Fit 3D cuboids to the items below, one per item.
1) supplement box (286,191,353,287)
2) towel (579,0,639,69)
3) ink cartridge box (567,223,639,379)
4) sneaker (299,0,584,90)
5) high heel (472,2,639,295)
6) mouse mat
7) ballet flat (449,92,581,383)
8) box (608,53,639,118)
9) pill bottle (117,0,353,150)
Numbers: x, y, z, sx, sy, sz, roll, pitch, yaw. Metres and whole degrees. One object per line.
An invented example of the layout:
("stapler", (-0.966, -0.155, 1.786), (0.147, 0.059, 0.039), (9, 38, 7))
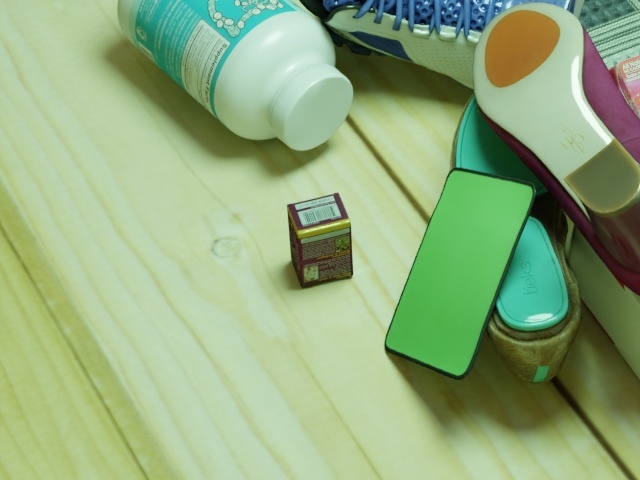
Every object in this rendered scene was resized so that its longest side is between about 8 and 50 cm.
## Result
("supplement box", (0.000, 0.000, 1.752), (0.055, 0.083, 0.043), (-14, 49, -10))
("towel", (0.340, -0.280, 1.977), (0.324, 0.056, 0.312), (-21, 58, -21))
("ink cartridge box", (0.380, 0.026, 1.707), (0.237, 0.100, 0.172), (-21, 53, -16))
("sneaker", (0.096, -0.240, 1.861), (0.316, 0.182, 0.127), (13, 88, 30))
("high heel", (0.253, -0.077, 1.685), (0.127, 0.181, 0.377), (-33, 38, 14))
("mouse mat", (0.126, 0.027, 1.657), (0.153, 0.007, 0.189), (18, 86, 61))
("ballet flat", (0.189, -0.004, 1.724), (0.116, 0.124, 0.342), (-7, 48, 1))
("box", (0.384, -0.139, 1.791), (0.257, 0.128, 0.122), (-21, 84, -24))
("pill bottle", (-0.084, -0.203, 1.893), (0.146, 0.146, 0.264), (-33, 56, -24))
